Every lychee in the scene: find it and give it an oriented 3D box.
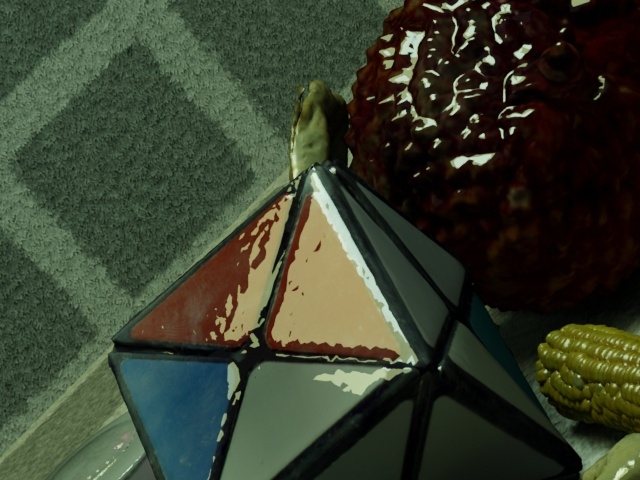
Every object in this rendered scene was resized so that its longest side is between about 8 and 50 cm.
[{"bbox_3d":[0.235,-0.127,1.896,0.424,0.424,0.500,-44,-2,-9],"label":"lychee"}]

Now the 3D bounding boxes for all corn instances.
[{"bbox_3d":[0.298,0.134,1.588,0.102,0.102,0.313,-45,14,-13],"label":"corn"}]

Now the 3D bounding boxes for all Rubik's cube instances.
[{"bbox_3d":[0.026,0.157,1.624,0.307,0.310,0.305,-41,47,13],"label":"Rubik's cube"}]

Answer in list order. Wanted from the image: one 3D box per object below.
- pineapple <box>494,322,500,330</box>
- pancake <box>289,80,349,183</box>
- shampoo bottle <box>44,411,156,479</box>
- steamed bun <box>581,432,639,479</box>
[{"bbox_3d":[0.095,0.180,1.943,0.310,0.141,0.170,-48,-4,-43],"label":"pineapple"},{"bbox_3d":[-0.001,0.000,1.965,0.071,0.382,0.382,-1,21,4],"label":"pancake"},{"bbox_3d":[-0.189,0.345,1.920,0.273,0.266,0.273,-38,13,10],"label":"shampoo bottle"},{"bbox_3d":[0.247,0.234,1.350,0.172,0.141,0.155,-45,8,-1],"label":"steamed bun"}]
